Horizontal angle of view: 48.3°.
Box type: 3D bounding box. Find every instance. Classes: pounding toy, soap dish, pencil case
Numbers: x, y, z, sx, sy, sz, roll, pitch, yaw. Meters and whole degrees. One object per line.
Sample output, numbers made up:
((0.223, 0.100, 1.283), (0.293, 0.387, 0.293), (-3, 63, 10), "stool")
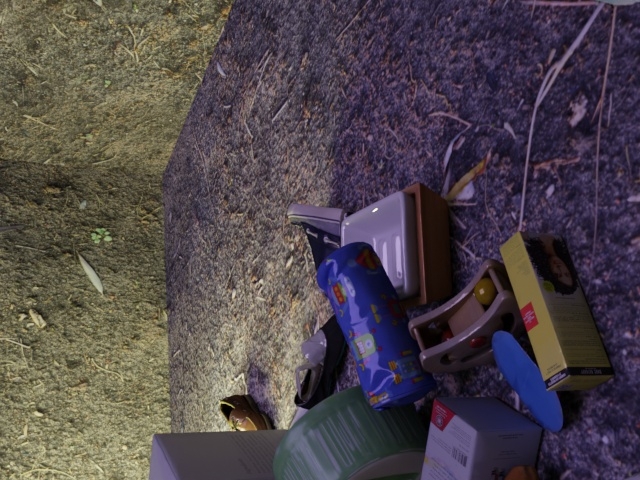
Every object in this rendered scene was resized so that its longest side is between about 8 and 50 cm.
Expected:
((0.229, 0.120, 1.197), (0.270, 0.154, 0.155), (118, 147, -41), "pounding toy")
((0.149, 0.033, 1.436), (0.291, 0.118, 0.229), (154, 117, -62), "soap dish")
((0.090, 0.154, 1.278), (0.133, 0.119, 0.306), (-35, 66, 25), "pencil case")

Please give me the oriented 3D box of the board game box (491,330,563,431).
((0.324, 0.204, 1.082), (0.169, 0.033, 0.133), (56, 166, 33), "board game box")

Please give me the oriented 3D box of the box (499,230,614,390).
((0.339, 0.099, 1.039), (0.058, 0.087, 0.232), (127, 140, -50), "box")

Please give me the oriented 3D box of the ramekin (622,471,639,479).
((0.411, 0.356, 0.805), (0.207, 0.109, 0.207), (-176, 90, -66), "ramekin")

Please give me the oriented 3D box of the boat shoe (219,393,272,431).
((-0.237, 0.575, 2.224), (0.307, 0.104, 0.111), (-158, 74, -65), "boat shoe")

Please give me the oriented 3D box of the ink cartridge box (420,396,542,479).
((0.251, 0.356, 1.139), (0.128, 0.127, 0.176), (-152, 68, -64), "ink cartridge box")

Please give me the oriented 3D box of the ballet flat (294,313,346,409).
((-0.005, 0.304, 1.762), (0.095, 0.096, 0.281), (-133, 52, -59), "ballet flat")

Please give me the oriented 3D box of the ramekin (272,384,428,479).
((0.077, 0.425, 1.325), (0.148, 0.303, 0.303), (53, 134, 46), "ramekin")

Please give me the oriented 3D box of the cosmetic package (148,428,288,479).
((-0.220, 0.693, 1.814), (0.327, 0.393, 0.330), (-162, 79, -65), "cosmetic package")

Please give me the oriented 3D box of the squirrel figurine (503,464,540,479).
((0.272, 0.544, 0.887), (0.370, 0.281, 0.397), (-170, 67, -73), "squirrel figurine")

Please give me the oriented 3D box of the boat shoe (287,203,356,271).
((0.000, 0.000, 1.758), (0.340, 0.127, 0.158), (10, 87, 65), "boat shoe")
